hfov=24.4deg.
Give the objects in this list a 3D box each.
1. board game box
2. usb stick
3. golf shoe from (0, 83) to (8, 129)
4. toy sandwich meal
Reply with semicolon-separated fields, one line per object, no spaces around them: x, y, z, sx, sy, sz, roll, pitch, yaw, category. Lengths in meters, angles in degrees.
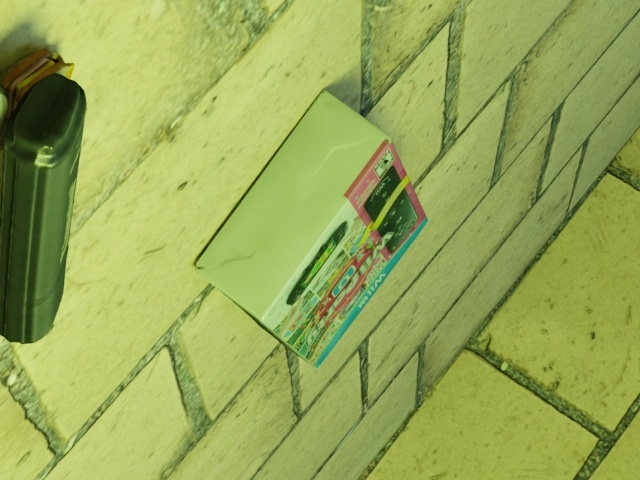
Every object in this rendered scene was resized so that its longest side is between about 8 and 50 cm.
0.000;0.000;1.576;0.224;0.097;0.303;-53;164;-5;board game box
-0.196;-0.013;1.028;0.278;0.045;0.077;112;1;-58;usb stick
-0.239;-0.007;0.914;0.198;0.094;0.077;-56;162;-2;golf shoe
-0.191;-0.092;0.988;0.085;0.029;0.085;-48;162;-21;toy sandwich meal
